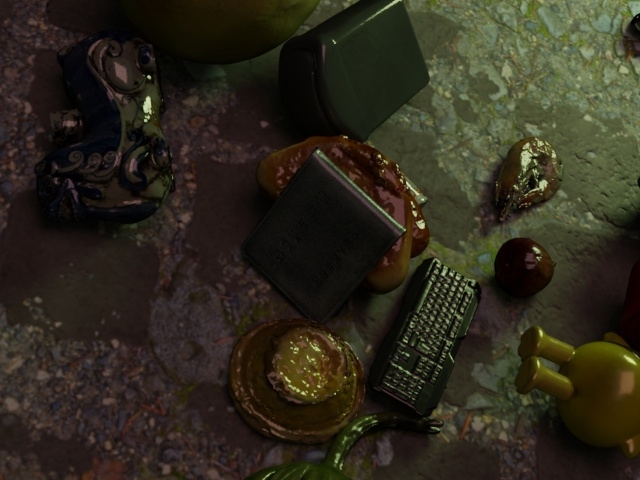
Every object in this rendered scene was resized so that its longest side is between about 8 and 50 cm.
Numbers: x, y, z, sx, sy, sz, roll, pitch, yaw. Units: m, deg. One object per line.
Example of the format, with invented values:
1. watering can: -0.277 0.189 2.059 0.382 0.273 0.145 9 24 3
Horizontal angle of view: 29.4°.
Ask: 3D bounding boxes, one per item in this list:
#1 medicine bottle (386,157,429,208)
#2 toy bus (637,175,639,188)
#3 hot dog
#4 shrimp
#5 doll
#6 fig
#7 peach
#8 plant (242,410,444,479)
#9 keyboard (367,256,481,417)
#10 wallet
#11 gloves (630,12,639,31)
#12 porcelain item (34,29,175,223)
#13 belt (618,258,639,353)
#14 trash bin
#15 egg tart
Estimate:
1. medicine bottle: 0.109 -0.072 1.795 0.057 0.057 0.089 -36 78 -32
2. toy bus: 0.630 -0.046 1.876 0.197 0.232 0.294 -36 70 5
3. hot dog: 0.044 -0.054 1.700 0.256 0.150 0.153 42 80 7
4. shrimp: 0.319 -0.091 1.893 0.101 0.042 0.190 41 55 -3
5. doll: 0.442 0.222 1.701 0.363 0.145 0.199 24 51 -14
6. fig: 0.315 0.045 1.799 0.125 0.089 0.089 11 55 -40
7. peach: -0.152 -0.395 1.745 0.314 0.282 0.315 11 16 6
8. plant: 0.004 0.325 1.532 0.251 0.180 0.333 24 24 1
9. keyboard: 0.150 0.131 1.700 0.106 0.016 0.262 31 49 -1
10. wallet: -0.001 0.001 1.619 0.167 0.222 0.036 44 43 5
11. gloves: 0.689 -0.361 2.138 0.285 0.119 0.142 20 67 8
12. porcelain item: -0.297 -0.151 1.664 0.186 0.138 0.288 -8 68 -5
13. belt: 0.592 0.131 1.751 0.323 0.227 0.115 23 59 -4
14. trash bin: 0.047 -0.248 1.812 0.236 0.101 0.177 -39 116 -36
15. egg tart: -0.025 0.174 1.600 0.191 0.074 0.191 10 57 -16
